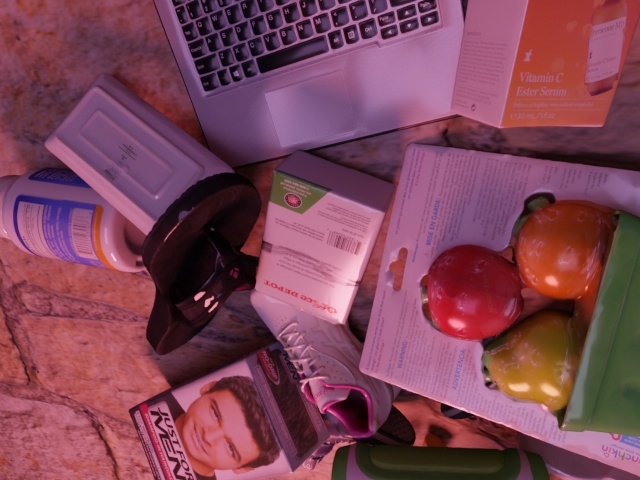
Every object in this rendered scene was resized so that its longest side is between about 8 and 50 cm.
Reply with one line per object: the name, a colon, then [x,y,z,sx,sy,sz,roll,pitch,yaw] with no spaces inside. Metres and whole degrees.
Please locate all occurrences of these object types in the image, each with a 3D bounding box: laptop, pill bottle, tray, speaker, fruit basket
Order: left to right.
pill bottle: [-0.402,-0.040,0.714,0.272,0.152,0.152,8,117,16]
tray: [-0.263,-0.119,0.604,0.270,0.030,0.145,38,89,13]
laptop: [-0.070,-0.268,0.438,0.382,0.236,0.407,-8,112,23]
speaker: [0.170,0.367,0.637,0.297,0.131,0.131,-4,113,13]
fruit basket: [0.244,0.066,0.531,0.353,0.165,0.327,14,97,31]

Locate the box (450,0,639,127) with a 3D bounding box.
box: [0.218,-0.204,0.422,0.130,0.091,0.170,-6,118,-14]

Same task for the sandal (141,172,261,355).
sandal: [-0.158,0.068,0.635,0.107,0.167,0.445,46,144,12]

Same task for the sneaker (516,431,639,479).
sneaker: [0.406,0.363,0.679,0.212,0.080,0.094,17,131,9]

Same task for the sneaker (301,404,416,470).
sneaker: [0.045,0.350,0.777,0.226,0.086,0.163,20,109,20]

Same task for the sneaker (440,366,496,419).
sneaker: [0.290,0.227,0.643,0.118,0.083,0.222,41,120,-3]

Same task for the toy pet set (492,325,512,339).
toy pet set: [0.211,0.131,0.634,0.122,0.065,0.114,24,120,7]

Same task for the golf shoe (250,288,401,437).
golf shoe: [0.001,0.179,0.689,0.306,0.140,0.115,41,122,-2]

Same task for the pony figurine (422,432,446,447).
pony figurine: [0.172,0.583,0.780,0.351,0.303,0.363,53,129,27]

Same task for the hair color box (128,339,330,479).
hair color box: [-0.183,0.332,0.795,0.374,0.114,0.185,-31,81,32]

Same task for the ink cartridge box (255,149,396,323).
ink cartridge box: [0.000,0.000,0.620,0.153,0.087,0.208,22,126,8]
